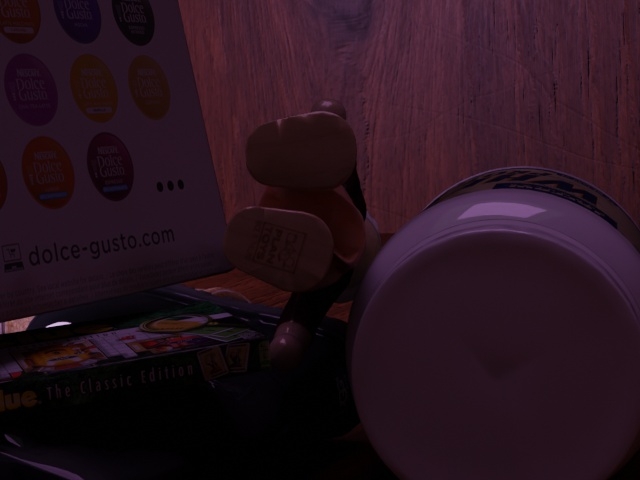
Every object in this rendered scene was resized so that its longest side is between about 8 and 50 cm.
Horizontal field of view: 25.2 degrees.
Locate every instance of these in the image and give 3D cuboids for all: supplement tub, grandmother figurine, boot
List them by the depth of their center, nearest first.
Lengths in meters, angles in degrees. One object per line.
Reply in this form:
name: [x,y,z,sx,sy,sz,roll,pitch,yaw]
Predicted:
supplement tub: [0.148,0.070,1.101,0.235,0.235,0.325,-2,7,11]
grandmother figurine: [0.000,0.000,1.107,0.104,0.208,0.342,22,-1,9]
boot: [-0.203,0.146,1.117,0.367,0.146,0.445,-2,11,26]

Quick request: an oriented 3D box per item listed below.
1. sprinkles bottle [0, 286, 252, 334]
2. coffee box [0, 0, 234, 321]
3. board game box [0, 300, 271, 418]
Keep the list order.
sprinkles bottle: [-0.221,0.097,1.531,0.355,0.121,0.121,4,10,45]
coffee box: [-0.323,-0.091,1.078,0.338,0.334,0.337,-12,-1,31]
board game box: [-0.177,0.083,0.963,0.260,0.030,0.136,-9,9,-21]
